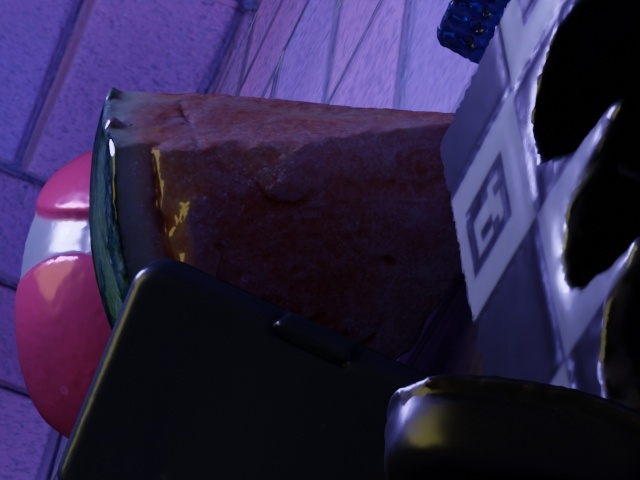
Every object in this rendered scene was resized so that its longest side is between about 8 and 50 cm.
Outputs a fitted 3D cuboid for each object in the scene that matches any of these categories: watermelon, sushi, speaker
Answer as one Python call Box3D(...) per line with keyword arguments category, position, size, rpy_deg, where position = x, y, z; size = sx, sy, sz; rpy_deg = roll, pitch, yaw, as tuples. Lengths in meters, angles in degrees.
Box3D(category="watermelon", position=(-0.036, 0.003, 1.327), size=(0.293, 0.283, 0.250), rpy_deg=(-34, 26, -24))
Box3D(category="sushi", position=(0.168, -0.021, 0.802), size=(0.373, 0.100, 0.296), rpy_deg=(-97, 24, -47))
Box3D(category="speaker", position=(-0.145, 0.060, 1.777), size=(0.294, 0.294, 0.294), rpy_deg=(-159, 90, -80))

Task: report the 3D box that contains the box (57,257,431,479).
Box3D(category="box", position=(-0.026, 0.122, 1.136), size=(0.160, 0.230, 0.050), rpy_deg=(-68, -14, 9))

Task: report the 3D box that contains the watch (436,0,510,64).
Box3D(category="watch", position=(0.172, -0.256, 1.350), size=(0.276, 0.068, 0.274), rpy_deg=(-162, 88, -80))

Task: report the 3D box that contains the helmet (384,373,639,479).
Box3D(category="helmet", position=(0.075, 0.154, 0.596), size=(0.216, 0.193, 0.189), rpy_deg=(-31, 36, 49))
